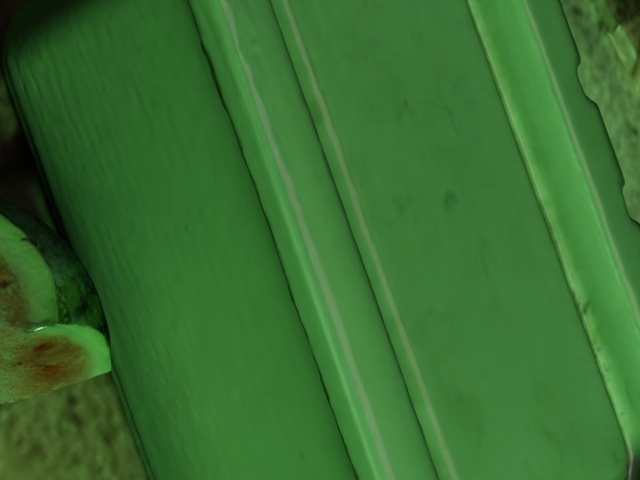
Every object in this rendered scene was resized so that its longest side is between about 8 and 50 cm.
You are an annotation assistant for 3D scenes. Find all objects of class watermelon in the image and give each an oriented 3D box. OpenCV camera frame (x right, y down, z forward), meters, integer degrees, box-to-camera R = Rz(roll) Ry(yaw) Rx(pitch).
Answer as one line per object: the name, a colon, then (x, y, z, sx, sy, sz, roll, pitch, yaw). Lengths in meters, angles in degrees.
watermelon: (-0.125, 0.018, 0.721, 0.072, 0.084, 0.092, -28, 59, -21)

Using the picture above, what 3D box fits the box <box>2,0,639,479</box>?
box: (0.000, 0.000, 0.748, 0.175, 0.182, 0.312, -22, 93, -42)
